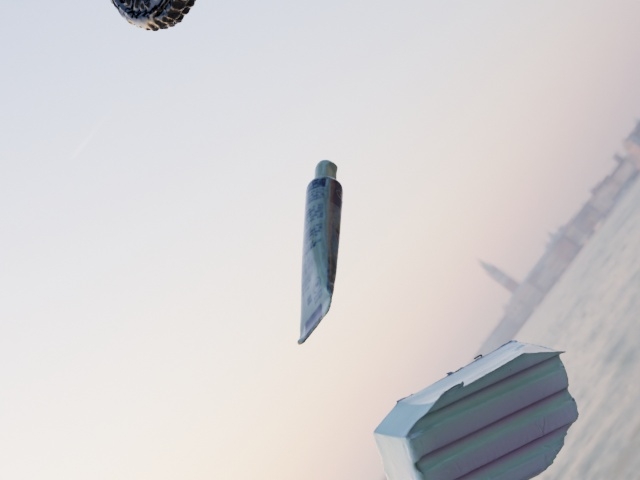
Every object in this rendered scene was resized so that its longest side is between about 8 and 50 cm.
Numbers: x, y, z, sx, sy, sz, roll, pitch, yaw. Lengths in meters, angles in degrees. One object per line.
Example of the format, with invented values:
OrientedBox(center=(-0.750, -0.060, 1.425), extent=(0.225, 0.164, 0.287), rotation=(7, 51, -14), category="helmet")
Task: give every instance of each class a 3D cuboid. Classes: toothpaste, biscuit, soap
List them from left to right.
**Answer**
OrientedBox(center=(-0.196, -0.334, 1.079), extent=(0.053, 0.194, 0.194), rotation=(-18, -34, -43), category="biscuit")
OrientedBox(center=(0.000, 0.000, 0.884), extent=(0.216, 0.037, 0.062), rotation=(-86, 21, -46), category="toothpaste")
OrientedBox(center=(0.185, 0.216, 1.107), extent=(0.230, 0.145, 0.091), rotation=(-19, 6, -24), category="soap")
